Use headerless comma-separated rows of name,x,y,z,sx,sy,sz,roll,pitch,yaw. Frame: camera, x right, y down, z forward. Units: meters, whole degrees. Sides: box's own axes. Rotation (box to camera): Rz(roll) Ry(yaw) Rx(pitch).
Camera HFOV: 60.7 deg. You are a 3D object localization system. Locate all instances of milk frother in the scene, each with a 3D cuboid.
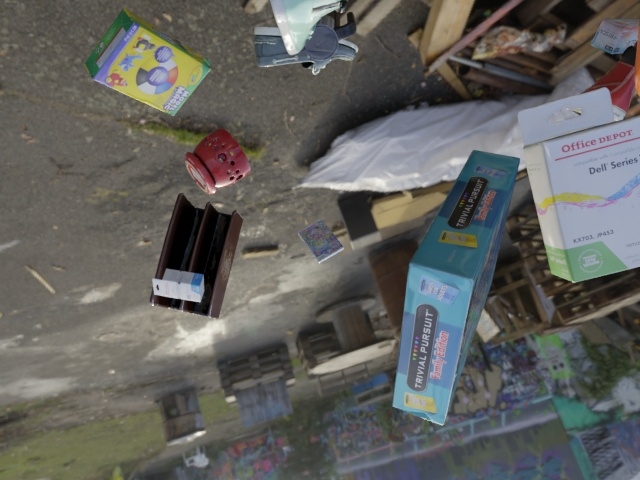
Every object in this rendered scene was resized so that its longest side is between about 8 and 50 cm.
milk frother,0.004,-0.522,1.271,0.129,0.135,0.143,-27,124,24

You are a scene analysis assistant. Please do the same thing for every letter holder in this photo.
letter holder,-0.330,0.046,1.478,0.151,0.302,0.214,12,170,3

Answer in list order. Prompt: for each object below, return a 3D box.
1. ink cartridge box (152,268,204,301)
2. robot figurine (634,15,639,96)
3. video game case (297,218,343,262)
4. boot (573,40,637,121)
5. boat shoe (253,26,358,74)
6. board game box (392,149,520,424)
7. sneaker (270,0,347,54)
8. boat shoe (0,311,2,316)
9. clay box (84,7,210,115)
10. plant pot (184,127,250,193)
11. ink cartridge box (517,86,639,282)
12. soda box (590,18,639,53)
ink cartridge box,-0.249,0.077,0.960,0.083,0.028,0.048,9,136,-2
robot figurine,0.232,-0.142,0.273,0.128,0.220,0.158,6,177,36
video game case,0.000,0.000,1.605,0.087,0.122,0.011,-30,151,-13
boot,0.663,-0.357,1.243,0.244,0.088,0.176,-67,-177,-77
boat shoe,-0.035,-0.483,1.415,0.319,0.099,0.116,-7,-160,-40
board game box,0.203,0.052,0.805,0.336,0.079,0.254,-50,148,-48
sneaker,-0.009,-0.440,1.063,0.150,0.094,0.256,-17,-176,4
boat shoe,-0.545,0.067,0.811,0.068,0.072,0.190,12,137,23
clay box,-0.306,-0.319,1.024,0.127,0.053,0.222,-45,152,17
plant pot,-0.365,-0.271,1.908,0.174,0.191,0.191,-37,165,-18
ink cartridge box,0.539,-0.117,1.086,0.206,0.354,0.119,-15,-176,4
soda box,0.707,-0.474,1.266,0.183,0.058,0.063,-16,135,-35
